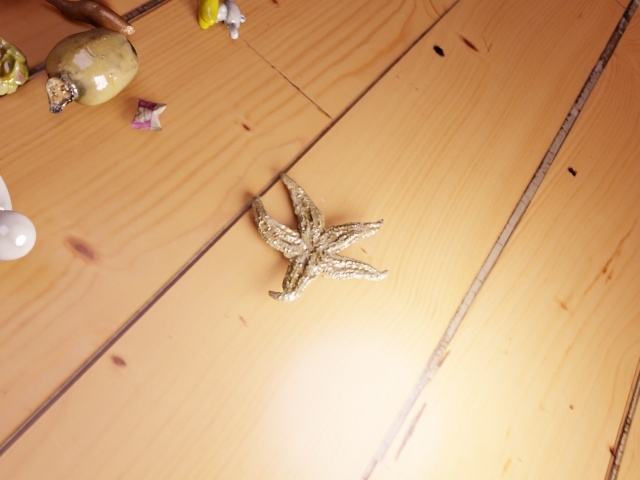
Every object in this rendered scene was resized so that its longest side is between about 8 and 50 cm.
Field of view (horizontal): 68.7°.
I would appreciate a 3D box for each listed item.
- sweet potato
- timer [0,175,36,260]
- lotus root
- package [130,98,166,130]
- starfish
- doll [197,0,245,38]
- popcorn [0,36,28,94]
[{"bbox_3d":[-0.486,-0.476,0.981,0.194,0.056,0.057,16,64,-11],"label":"sweet potato"},{"bbox_3d":[-0.558,-0.043,0.664,0.233,0.240,0.234,12,77,-63],"label":"timer"},{"bbox_3d":[-0.447,-0.328,0.901,0.125,0.118,0.221,31,57,11],"label":"lotus root"},{"bbox_3d":[-0.350,-0.259,0.960,0.059,0.029,0.083,7,56,-12],"label":"package"},{"bbox_3d":[-0.001,0.002,0.979,0.302,0.060,0.299,9,60,-12],"label":"starfish"},{"bbox_3d":[-0.230,-0.547,1.106,0.113,0.071,0.135,25,57,-20],"label":"doll"},{"bbox_3d":[-0.593,-0.331,0.861,0.096,0.089,0.109,-19,74,-39],"label":"popcorn"}]
